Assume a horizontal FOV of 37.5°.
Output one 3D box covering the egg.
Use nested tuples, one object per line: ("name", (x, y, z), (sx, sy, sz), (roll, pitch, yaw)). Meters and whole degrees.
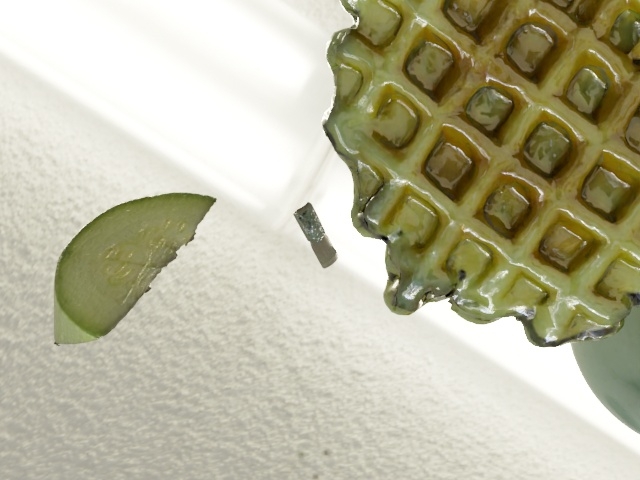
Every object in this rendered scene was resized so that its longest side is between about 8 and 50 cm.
("egg", (0.336, 0.077, 0.886), (0.203, 0.203, 0.283), (28, -152, -15))

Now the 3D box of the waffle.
("waffle", (0.149, -0.086, 0.618), (0.297, 0.073, 0.317), (-10, -81, 12))

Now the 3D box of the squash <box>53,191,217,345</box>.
("squash", (-0.256, 0.049, 1.224), (0.204, 0.155, 0.237), (20, -125, 28))

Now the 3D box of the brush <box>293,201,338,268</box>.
("brush", (0.000, 0.000, 1.443), (0.034, 0.190, 0.027), (-37, -119, -6))
